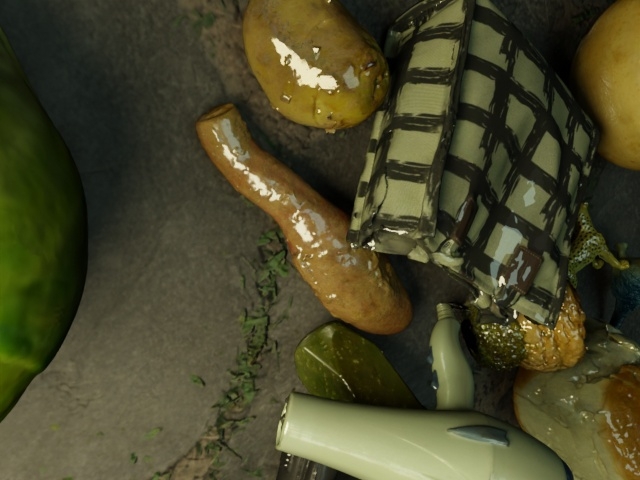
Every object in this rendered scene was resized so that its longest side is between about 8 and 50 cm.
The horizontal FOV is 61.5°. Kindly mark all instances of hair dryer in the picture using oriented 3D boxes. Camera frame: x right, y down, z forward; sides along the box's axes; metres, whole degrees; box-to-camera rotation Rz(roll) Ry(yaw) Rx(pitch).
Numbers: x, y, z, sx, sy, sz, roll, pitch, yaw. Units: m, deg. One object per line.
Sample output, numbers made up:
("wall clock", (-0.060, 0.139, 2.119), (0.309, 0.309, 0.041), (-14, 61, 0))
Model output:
("hair dryer", (0.086, 0.175, 0.588), (0.295, 0.298, 0.119), (6, 124, -23))

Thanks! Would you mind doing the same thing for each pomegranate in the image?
("pomegranate", (0.557, -0.244, 0.808), (0.332, 0.332, 0.333), (-6, 102, -30))

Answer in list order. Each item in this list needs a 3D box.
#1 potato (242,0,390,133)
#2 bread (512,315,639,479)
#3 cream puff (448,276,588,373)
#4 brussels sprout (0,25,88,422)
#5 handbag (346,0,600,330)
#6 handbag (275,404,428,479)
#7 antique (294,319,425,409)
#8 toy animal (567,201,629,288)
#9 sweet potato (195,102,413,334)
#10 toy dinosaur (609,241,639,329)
("potato", (-0.007, -0.199, 0.591), (0.137, 0.137, 0.176), (-42, 95, -18))
("bread", (0.464, 0.274, 0.893), (0.250, 0.225, 0.279), (-31, 103, -29))
("cream puff", (0.282, 0.118, 0.811), (0.168, 0.183, 0.184), (-15, 108, -1))
("brussels sprout", (-0.305, -0.011, 0.356), (0.281, 0.289, 0.355), (0, 76, -20))
("handbag", (0.203, -0.086, 0.675), (0.325, 0.162, 0.327), (30, 64, -32))
("handbag", (0.042, 0.356, 0.741), (0.244, 0.088, 0.275), (11, 91, -36))
("antique", (0.056, 0.199, 0.654), (0.081, 0.080, 0.221), (-20, 67, -45))
("toy animal", (0.428, 0.041, 0.929), (0.181, 0.073, 0.136), (-44, 110, -3))
("sweet potato", (0.000, 0.000, 0.639), (0.109, 0.109, 0.385), (-50, 119, -14))
("toy dinosaur", (0.572, 0.065, 0.957), (0.076, 0.363, 0.147), (7, 54, 5))
